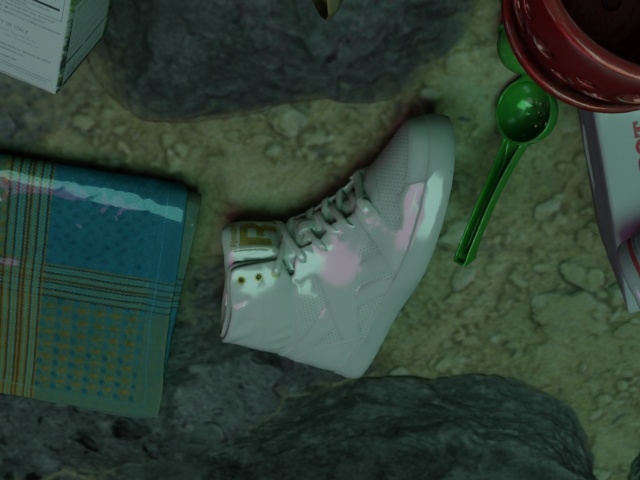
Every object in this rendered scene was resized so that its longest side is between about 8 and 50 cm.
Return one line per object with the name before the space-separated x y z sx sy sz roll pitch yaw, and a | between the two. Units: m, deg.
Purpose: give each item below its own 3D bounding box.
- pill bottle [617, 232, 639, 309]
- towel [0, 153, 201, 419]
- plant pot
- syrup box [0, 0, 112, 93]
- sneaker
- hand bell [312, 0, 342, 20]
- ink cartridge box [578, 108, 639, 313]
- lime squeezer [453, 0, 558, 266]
pill bottle | 0.327 0.008 1.187 0.160 0.087 0.087 -28 122 18
towel | -0.311 0.030 1.371 0.370 0.040 0.271 11 123 -7
plant pot | 0.225 -0.188 1.081 0.191 0.174 0.191 1 84 -7
syrup box | -0.204 -0.236 1.109 0.096 0.093 0.237 23 135 4
sneaker | 0.000 0.000 1.316 0.169 0.108 0.292 13 125 -15
hand bell | 0.100 -0.266 1.152 0.242 0.126 0.126 -18 125 -6
ink cartridge box | 0.384 -0.086 1.255 0.307 0.129 0.223 -12 125 7
lime squeezer | 0.152 -0.132 1.242 0.110 0.059 0.310 -19 129 -23
